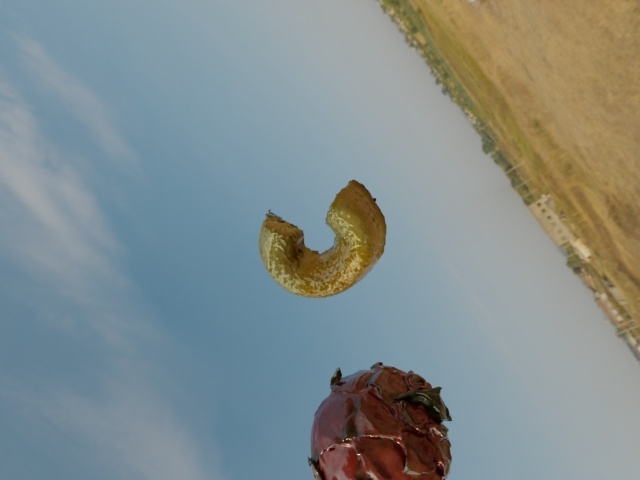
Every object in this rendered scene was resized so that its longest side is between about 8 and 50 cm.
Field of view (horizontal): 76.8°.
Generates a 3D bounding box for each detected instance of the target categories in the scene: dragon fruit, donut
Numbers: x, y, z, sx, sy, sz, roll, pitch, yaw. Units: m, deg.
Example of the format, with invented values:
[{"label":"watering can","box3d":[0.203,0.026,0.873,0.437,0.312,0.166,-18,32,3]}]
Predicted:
[{"label":"dragon fruit","box3d":[0.091,0.355,0.689,0.244,0.244,0.298,42,-108,-24]},{"label":"donut","box3d":[0.003,0.011,0.543,0.078,0.182,0.145,-55,-55,-72]}]
